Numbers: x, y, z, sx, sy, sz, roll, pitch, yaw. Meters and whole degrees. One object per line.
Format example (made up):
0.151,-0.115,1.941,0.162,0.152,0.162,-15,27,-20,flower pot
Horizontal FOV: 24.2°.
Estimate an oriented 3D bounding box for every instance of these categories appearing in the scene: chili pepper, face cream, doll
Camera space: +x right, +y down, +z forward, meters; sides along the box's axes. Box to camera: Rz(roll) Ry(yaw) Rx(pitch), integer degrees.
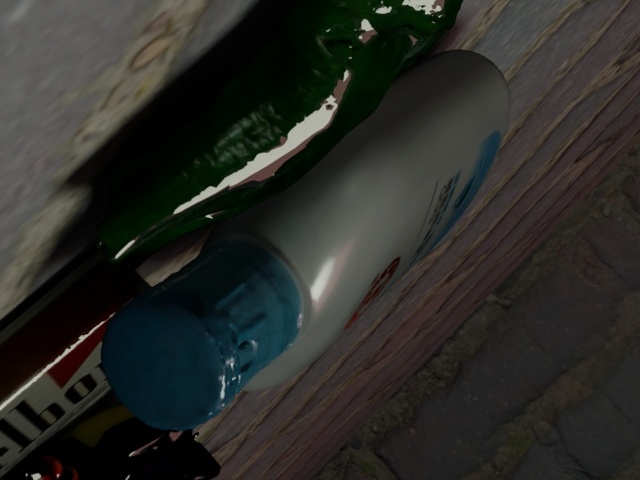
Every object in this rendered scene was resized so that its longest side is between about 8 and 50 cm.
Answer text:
-0.015,-0.058,0.616,0.224,0.061,0.098,-46,177,9,chili pepper
0.000,0.000,0.767,0.163,0.080,0.336,-58,170,29,face cream
-0.158,0.163,0.954,0.127,0.088,0.248,-24,176,42,doll

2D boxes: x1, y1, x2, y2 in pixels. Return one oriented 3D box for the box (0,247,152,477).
-0.153,0.080,0.721,0.177,0.036,0.115,-41,168,-11,box
